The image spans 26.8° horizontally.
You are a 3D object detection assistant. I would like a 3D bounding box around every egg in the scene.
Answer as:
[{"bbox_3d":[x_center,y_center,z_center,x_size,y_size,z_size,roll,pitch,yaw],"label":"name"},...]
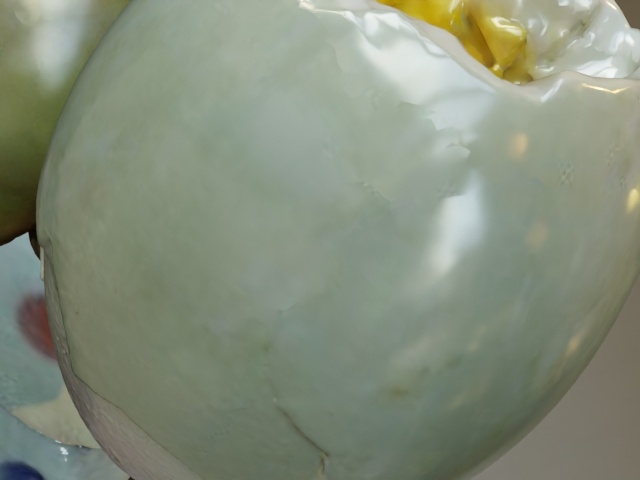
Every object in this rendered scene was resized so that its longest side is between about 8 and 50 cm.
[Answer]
[{"bbox_3d":[0.000,0.000,0.660,0.336,0.278,0.278,-59,-145,29],"label":"egg"}]

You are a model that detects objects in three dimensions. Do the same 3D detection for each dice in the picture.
[{"bbox_3d":[-0.308,0.163,1.345,0.265,0.262,0.268,36,35,-6],"label":"dice"}]

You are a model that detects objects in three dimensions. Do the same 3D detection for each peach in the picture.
[{"bbox_3d":[-0.175,-0.098,0.987,0.292,0.292,0.247,-122,-131,-72],"label":"peach"}]
